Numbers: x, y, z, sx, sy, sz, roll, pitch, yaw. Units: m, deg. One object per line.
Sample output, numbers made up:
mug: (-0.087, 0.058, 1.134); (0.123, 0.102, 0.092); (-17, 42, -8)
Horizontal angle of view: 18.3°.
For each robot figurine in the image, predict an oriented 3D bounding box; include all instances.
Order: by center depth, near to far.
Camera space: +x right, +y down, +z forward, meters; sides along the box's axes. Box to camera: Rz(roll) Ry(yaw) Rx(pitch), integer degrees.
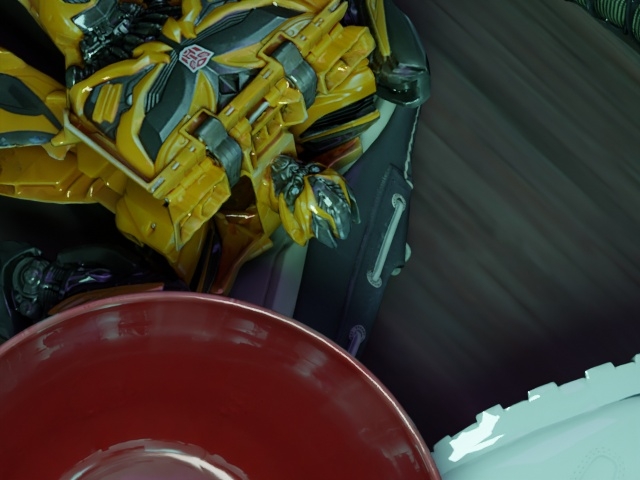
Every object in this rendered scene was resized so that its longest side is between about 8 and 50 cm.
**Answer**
robot figurine: (-0.105, -0.080, 0.756); (0.291, 0.085, 0.211); (30, 65, 26)

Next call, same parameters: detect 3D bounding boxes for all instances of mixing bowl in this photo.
mixing bowl: (-0.053, 0.113, 0.665); (0.181, 0.098, 0.181); (2, 80, -9)

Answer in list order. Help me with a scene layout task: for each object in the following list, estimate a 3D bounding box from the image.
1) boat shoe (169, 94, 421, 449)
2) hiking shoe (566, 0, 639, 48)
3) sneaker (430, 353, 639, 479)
boat shoe: (0.000, 0.000, 0.787); (0.065, 0.075, 0.206); (49, 47, -31)
hiking shoe: (0.126, -0.121, 0.863); (0.114, 0.086, 0.227); (-11, 57, 0)
sneaker: (0.137, 0.093, 0.734); (0.235, 0.090, 0.095); (-13, 73, -15)
